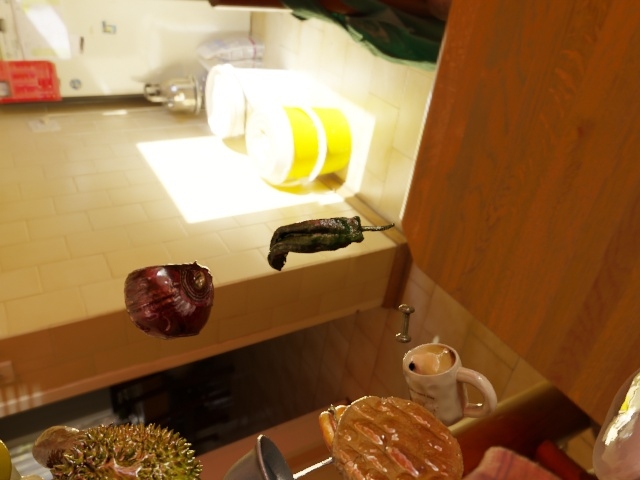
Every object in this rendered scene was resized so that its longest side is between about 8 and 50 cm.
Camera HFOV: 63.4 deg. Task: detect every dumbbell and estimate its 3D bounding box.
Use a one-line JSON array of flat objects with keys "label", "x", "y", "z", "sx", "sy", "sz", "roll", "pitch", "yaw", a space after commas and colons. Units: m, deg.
[{"label": "dumbbell", "x": 0.263, "y": 0.260, "z": 1.615, "sx": 0.046, "sy": 0.052, "sz": 0.117, "roll": 11, "pitch": 100, "yaw": 33}]

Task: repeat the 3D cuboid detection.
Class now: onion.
[{"label": "onion", "x": -0.428, "y": 0.174, "z": 1.432, "sx": 0.216, "sy": 0.207, "sz": 0.206, "roll": -18, "pitch": 79, "yaw": 27}]

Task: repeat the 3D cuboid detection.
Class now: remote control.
[{"label": "remote control", "x": 0.586, "y": 0.307, "z": 0.911, "sx": 0.103, "sy": 0.332, "sz": 0.221, "roll": 44, "pitch": 135, "yaw": 18}]

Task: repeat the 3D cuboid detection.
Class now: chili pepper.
[{"label": "chili pepper", "x": 0.000, "y": 0.000, "z": 1.023, "sx": 0.279, "sy": 0.122, "sz": 0.065, "roll": -14, "pitch": 68, "yaw": 22}]

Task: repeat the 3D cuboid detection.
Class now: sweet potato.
[{"label": "sweet potato", "x": -0.743, "y": 0.604, "z": 1.528, "sx": 0.423, "sy": 0.131, "sz": 0.130, "roll": -26, "pitch": 77, "yaw": 40}]

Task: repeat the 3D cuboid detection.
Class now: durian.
[{"label": "durian", "x": -0.360, "y": 0.453, "z": 0.913, "sx": 0.291, "sy": 0.291, "sz": 0.224, "roll": 56, "pitch": -176, "yaw": 35}]

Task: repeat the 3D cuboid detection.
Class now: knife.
[{"label": "knife", "x": -0.004, "y": 0.677, "z": 1.563, "sx": 0.019, "sy": 0.313, "sz": 0.044, "roll": 71, "pitch": 159, "yaw": 6}]

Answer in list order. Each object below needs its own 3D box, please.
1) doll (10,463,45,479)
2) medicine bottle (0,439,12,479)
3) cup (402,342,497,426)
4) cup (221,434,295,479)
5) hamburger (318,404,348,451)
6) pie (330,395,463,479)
[{"label": "doll", "x": -0.901, "y": 0.700, "z": 1.479, "sx": 0.296, "sy": 0.141, "sz": 0.117, "roll": 41, "pitch": 177, "yaw": -26}, {"label": "medicine bottle", "x": -0.559, "y": 0.346, "z": 0.728, "sx": 0.212, "sy": 0.122, "sz": 0.121, "roll": 57, "pitch": -168, "yaw": -75}, {"label": "cup", "x": 0.383, "y": 0.428, "z": 1.531, "sx": 0.255, "sy": 0.173, "sz": 0.202, "roll": -9, "pitch": 113, "yaw": 18}, {"label": "cup", "x": -0.145, "y": 0.545, "z": 1.109, "sx": 0.199, "sy": 0.150, "sz": 0.199, "roll": 60, "pitch": 179, "yaw": 1}, {"label": "hamburger", "x": 0.105, "y": 0.766, "z": 2.073, "sx": 0.246, "sy": 0.170, "sz": 0.246, "roll": -24, "pitch": -90, "yaw": -90}, {"label": "pie", "x": 0.185, "y": 0.509, "z": 1.255, "sx": 0.339, "sy": 0.340, "sz": 0.083, "roll": 43, "pitch": 128, "yaw": 46}]
